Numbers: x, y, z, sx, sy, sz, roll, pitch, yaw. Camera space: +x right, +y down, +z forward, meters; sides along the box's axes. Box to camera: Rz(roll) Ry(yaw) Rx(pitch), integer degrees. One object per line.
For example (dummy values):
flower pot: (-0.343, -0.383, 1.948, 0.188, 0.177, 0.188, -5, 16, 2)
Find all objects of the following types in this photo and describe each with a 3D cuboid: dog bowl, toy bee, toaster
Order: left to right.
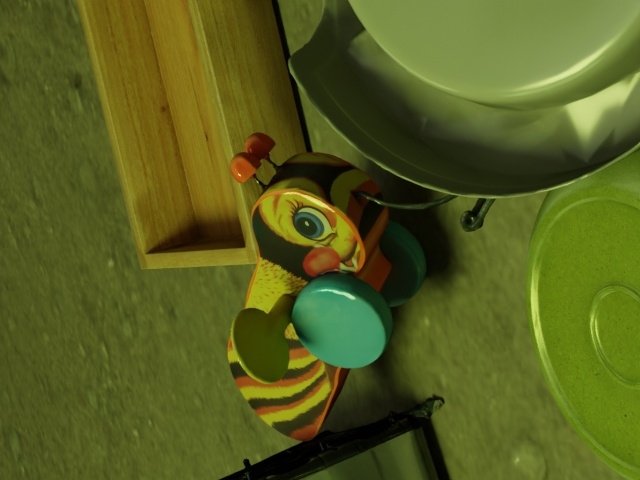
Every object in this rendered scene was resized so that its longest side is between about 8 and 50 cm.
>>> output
toaster: (-0.003, 0.206, 1.399, 0.186, 0.168, 0.110, -25, 86, 59)
toy bee: (0.000, 0.000, 1.302, 0.162, 0.195, 0.298, 34, 110, 0)
dog bowl: (0.116, -0.198, 0.988, 0.349, 0.102, 0.348, 3, 95, 41)

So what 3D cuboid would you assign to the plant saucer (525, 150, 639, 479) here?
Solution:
plant saucer: (0.197, 0.054, 1.128, 0.241, 0.037, 0.241, 32, 130, 47)

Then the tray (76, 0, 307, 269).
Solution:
tray: (-0.117, -0.186, 1.484, 0.203, 0.076, 0.411, -4, 100, 59)
